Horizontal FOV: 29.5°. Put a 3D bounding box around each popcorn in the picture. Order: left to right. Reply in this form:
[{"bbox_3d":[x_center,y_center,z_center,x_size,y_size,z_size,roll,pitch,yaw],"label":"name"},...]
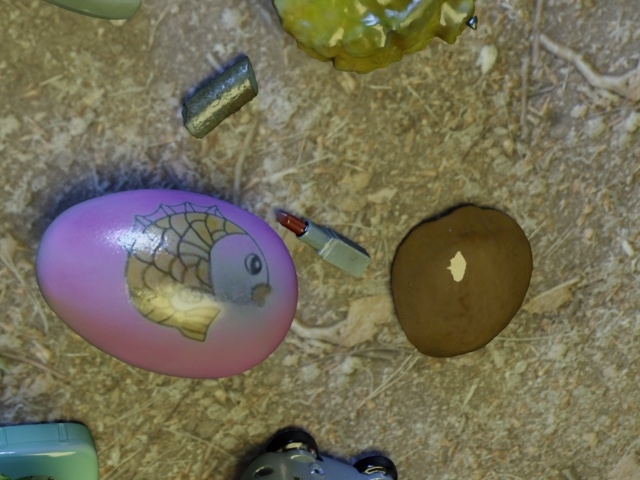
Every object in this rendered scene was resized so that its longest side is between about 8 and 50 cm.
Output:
[{"bbox_3d":[0.052,-0.267,1.162,0.218,0.169,0.189,-30,126,-10],"label":"popcorn"}]

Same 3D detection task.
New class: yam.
[{"bbox_3d":[-0.102,-0.146,1.249,0.094,0.043,0.043,-35,124,3],"label":"yam"}]

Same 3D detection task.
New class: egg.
[{"bbox_3d":[-0.155,0.045,1.249,0.271,0.196,0.196,2,117,-17],"label":"egg"}]

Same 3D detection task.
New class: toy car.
[{"bbox_3d":[-0.005,0.386,1.514,0.270,0.180,0.212,21,120,-28],"label":"toy car"}]

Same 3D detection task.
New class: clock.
[{"bbox_3d":[-0.338,0.300,1.402,0.148,0.060,0.188,0,118,-21],"label":"clock"}]

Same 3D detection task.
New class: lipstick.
[{"bbox_3d":[0.000,-0.001,1.376,0.129,0.030,0.030,30,105,-31],"label":"lipstick"}]

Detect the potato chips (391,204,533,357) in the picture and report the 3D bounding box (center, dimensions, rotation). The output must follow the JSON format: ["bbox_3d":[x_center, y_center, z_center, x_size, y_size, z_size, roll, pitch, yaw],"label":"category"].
[{"bbox_3d":[0.176,0.061,1.460,0.195,0.062,0.208,13,111,-28],"label":"potato chips"}]

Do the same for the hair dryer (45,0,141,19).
[{"bbox_3d":[-0.234,-0.315,1.065,0.206,0.075,0.237,12,128,-20],"label":"hair dryer"}]

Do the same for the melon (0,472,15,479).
[{"bbox_3d":[-0.436,0.293,1.244,0.344,0.226,0.331,10,103,8],"label":"melon"}]
